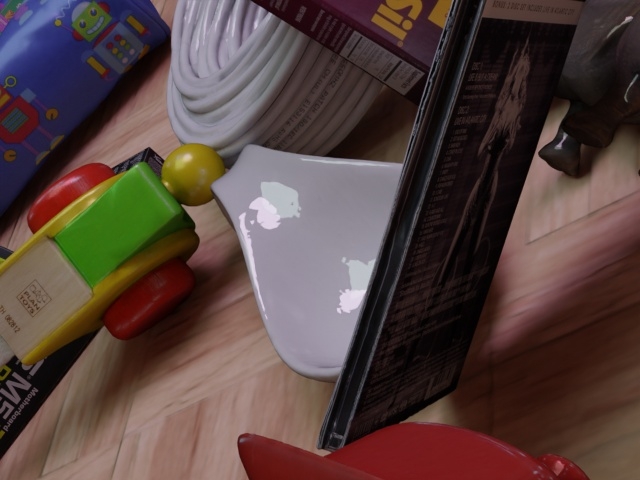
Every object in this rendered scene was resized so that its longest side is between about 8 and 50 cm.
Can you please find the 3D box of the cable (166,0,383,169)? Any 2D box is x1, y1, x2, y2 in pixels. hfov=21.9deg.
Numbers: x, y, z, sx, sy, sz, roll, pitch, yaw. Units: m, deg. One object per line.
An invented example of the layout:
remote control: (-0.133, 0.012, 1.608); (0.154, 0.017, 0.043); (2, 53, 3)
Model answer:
cable: (-0.019, -0.163, 1.144); (0.257, 0.089, 0.257); (-28, 45, 53)

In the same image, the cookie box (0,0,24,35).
cookie box: (-0.290, -0.224, 1.640); (0.107, 0.092, 0.040); (-54, 32, -11)

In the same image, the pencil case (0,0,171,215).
pencil case: (-0.269, -0.117, 1.448); (0.306, 0.119, 0.133); (-47, 13, 2)

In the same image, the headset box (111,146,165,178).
headset box: (-0.150, -0.023, 1.254); (0.062, 0.032, 0.083); (-27, 35, 34)

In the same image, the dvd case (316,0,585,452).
dvd case: (0.064, -0.019, 0.763); (0.164, 0.018, 0.221); (-15, -55, -67)

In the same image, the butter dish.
butter dish: (0.066, 0.131, 0.674); (0.118, 0.160, 0.160); (-34, 22, -27)

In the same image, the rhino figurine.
rhino figurine: (0.143, -0.095, 0.904); (0.106, 0.073, 0.243); (-55, 25, -5)

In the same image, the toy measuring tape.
toy measuring tape: (-0.186, 0.047, 1.125); (0.330, 0.121, 0.121); (-40, 29, 13)

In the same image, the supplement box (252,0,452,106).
supplement box: (0.014, -0.175, 0.976); (0.104, 0.188, 0.081); (-59, 3, -8)

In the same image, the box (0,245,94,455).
box: (-0.297, 0.101, 1.271); (0.216, 0.060, 0.270); (-53, 29, -12)

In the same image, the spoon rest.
spoon rest: (0.000, 0.000, 0.967); (0.137, 0.084, 0.276); (-50, 27, -4)
